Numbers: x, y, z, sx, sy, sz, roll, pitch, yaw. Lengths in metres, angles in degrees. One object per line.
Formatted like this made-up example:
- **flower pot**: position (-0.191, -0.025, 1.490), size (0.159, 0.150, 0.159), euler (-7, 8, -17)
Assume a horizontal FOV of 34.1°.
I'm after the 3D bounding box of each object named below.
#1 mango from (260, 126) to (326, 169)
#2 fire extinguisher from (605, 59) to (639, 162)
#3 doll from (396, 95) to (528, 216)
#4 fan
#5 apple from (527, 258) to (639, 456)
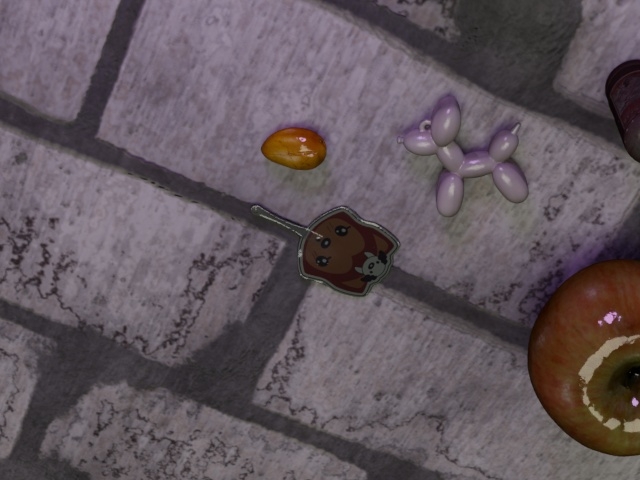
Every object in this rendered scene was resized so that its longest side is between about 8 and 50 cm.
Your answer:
- **mango**: position (-0.036, -0.121, 1.387), size (0.089, 0.046, 0.060), euler (-2, 121, 12)
- **fire extinguisher**: position (0.379, -0.149, 1.212), size (0.075, 0.252, 0.106), euler (-15, 116, 16)
- **doll**: position (0.186, -0.111, 1.364), size (0.160, 0.059, 0.160), euler (-10, 119, 12)
- **fan**: position (0.000, 0.000, 1.475), size (0.219, 0.009, 0.132), euler (25, 117, -10)
- **apple**: position (0.406, 0.149, 1.403), size (0.264, 0.264, 0.264), euler (2, 120, 4)
